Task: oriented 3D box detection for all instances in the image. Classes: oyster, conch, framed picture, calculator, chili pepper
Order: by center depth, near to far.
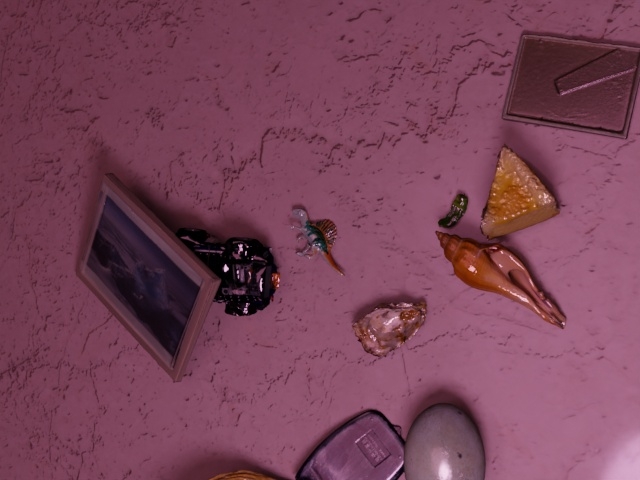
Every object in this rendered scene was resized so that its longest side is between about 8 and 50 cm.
[{"bbox_3d":[0.528,-0.326,1.923,0.265,0.018,0.192,14,92,26],"label":"framed picture"},{"bbox_3d":[0.377,0.076,1.931,0.330,0.093,0.109,35,85,3],"label":"conch"},{"bbox_3d":[0.293,-0.063,2.007,0.091,0.034,0.030,-56,34,12],"label":"chili pepper"},{"bbox_3d":[0.158,0.183,2.033,0.177,0.056,0.105,-40,83,17],"label":"oyster"},{"bbox_3d":[0.076,0.499,2.045,0.268,0.040,0.177,-41,70,4],"label":"calculator"},{"bbox_3d":[-0.435,0.089,2.248,0.446,0.028,0.326,41,123,28],"label":"framed picture"}]

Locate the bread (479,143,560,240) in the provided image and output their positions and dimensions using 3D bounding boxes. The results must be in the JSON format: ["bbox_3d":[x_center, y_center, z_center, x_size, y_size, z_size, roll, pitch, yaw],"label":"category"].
[{"bbox_3d":[0.379,-0.087,1.905,0.160,0.140,0.169,-37,68,6],"label":"bread"}]

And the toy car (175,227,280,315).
[{"bbox_3d":[-0.234,0.078,2.189,0.301,0.118,0.193,8,98,24],"label":"toy car"}]

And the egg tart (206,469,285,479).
[{"bbox_3d":[-0.160,0.701,2.024,0.388,0.388,0.169,52,149,19],"label":"egg tart"}]

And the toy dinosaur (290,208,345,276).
[{"bbox_3d":[0.000,-0.001,2.132,0.187,0.044,0.106,24,81,26],"label":"toy dinosaur"}]

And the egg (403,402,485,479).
[{"bbox_3d":[0.256,0.456,1.901,0.169,0.169,0.236,-2,81,25],"label":"egg"}]
